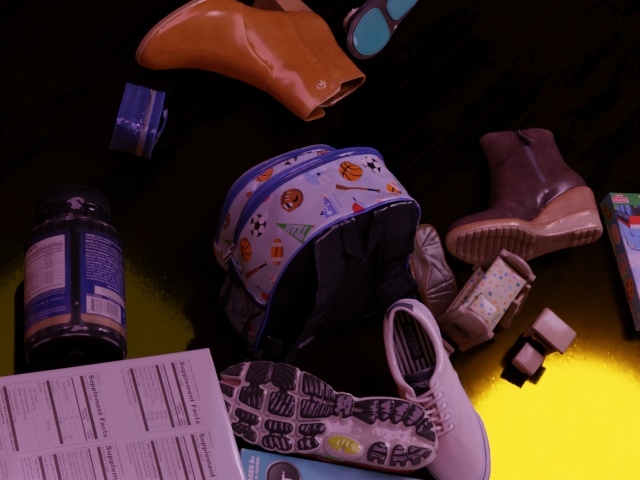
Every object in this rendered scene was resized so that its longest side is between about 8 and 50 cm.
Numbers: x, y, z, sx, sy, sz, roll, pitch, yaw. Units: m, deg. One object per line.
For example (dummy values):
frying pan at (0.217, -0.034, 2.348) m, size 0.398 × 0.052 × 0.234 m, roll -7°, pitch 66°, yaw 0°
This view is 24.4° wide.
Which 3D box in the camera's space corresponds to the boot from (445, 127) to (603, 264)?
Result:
boot at (0.261, -0.066, 2.097) m, size 0.248 × 0.090 × 0.207 m, roll -6°, pitch 49°, yaw -20°

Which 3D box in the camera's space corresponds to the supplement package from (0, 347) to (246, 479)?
supplement package at (-0.241, 0.264, 1.625) m, size 0.262 × 0.199 × 0.198 m, roll -6°, pitch 60°, yaw -22°

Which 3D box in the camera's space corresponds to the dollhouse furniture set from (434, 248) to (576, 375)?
dollhouse furniture set at (0.232, 0.136, 1.917) m, size 0.161 × 0.101 × 0.182 m, roll 41°, pitch 66°, yaw -5°

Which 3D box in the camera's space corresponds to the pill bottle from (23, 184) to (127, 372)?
pill bottle at (-0.298, 0.048, 1.794) m, size 0.122 × 0.123 × 0.219 m, roll 4°, pitch 57°, yaw -16°

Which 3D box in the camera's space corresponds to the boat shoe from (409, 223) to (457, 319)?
boat shoe at (0.148, 0.047, 1.990) m, size 0.050 × 0.045 × 0.135 m, roll -7°, pitch 81°, yaw -25°

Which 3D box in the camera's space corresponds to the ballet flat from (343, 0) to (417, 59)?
ballet flat at (0.080, -0.330, 2.202) m, size 0.074 × 0.074 × 0.203 m, roll 35°, pitch 53°, yaw 6°

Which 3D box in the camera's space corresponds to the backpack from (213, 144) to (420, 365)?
backpack at (0.000, 0.000, 1.838) m, size 0.276 × 0.263 × 0.213 m, roll -26°, pitch 69°, yaw -29°

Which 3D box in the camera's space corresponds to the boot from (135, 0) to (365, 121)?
boot at (-0.089, -0.246, 2.067) m, size 0.295 × 0.104 × 0.211 m, roll -26°, pitch 69°, yaw -35°

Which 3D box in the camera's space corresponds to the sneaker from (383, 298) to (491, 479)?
sneaker at (0.133, 0.196, 1.829) m, size 0.094 × 0.091 × 0.258 m, roll -26°, pitch 80°, yaw 14°

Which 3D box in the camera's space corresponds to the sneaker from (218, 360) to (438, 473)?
sneaker at (0.002, 0.230, 1.785) m, size 0.279 × 0.118 × 0.107 m, roll 17°, pitch 69°, yaw 7°

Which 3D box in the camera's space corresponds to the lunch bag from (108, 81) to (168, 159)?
lunch bag at (-0.241, -0.161, 1.983) m, size 0.065 × 0.067 × 0.098 m, roll 15°, pitch 54°, yaw -9°

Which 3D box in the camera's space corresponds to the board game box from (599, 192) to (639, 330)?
board game box at (0.503, 0.030, 2.124) m, size 0.160 × 0.039 × 0.212 m, roll 1°, pitch 59°, yaw -18°

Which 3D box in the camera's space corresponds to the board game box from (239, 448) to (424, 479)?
board game box at (0.051, 0.397, 1.712) m, size 0.336 × 0.079 × 0.254 m, roll 12°, pitch 55°, yaw -11°
